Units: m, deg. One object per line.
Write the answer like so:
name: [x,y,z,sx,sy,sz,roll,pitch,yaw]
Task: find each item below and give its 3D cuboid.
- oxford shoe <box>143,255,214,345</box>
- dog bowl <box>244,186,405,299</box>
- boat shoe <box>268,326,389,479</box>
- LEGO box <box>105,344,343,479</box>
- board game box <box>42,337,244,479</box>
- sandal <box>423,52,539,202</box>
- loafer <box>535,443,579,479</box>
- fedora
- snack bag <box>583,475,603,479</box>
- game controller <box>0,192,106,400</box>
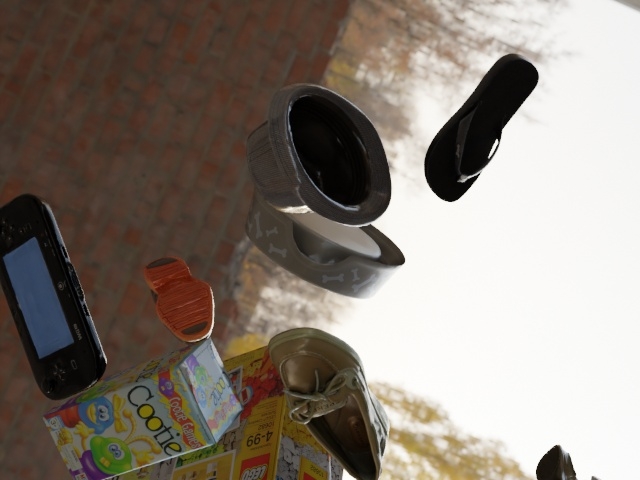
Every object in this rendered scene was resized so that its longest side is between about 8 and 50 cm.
oxford shoe: [-0.306,0.160,2.445,0.363,0.130,0.132,-128,-158,-61]
dog bowl: [0.000,0.000,2.224,0.102,0.349,0.349,-61,-175,14]
boat shoe: [0.021,0.219,1.421,0.105,0.285,0.089,-21,-137,19]
LEGO box: [-0.201,0.443,2.057,0.500,0.193,0.372,-23,-137,33]
board game box: [-0.295,0.289,1.807,0.275,0.142,0.144,-21,-172,19]
sandal: [0.236,-0.162,1.611,0.254,0.097,0.054,-61,-153,27]
loafer: [0.352,0.356,1.576,0.056,0.050,0.148,-46,-168,25]
fedora: [-0.018,-0.122,1.709,0.124,0.275,0.243,-23,-105,34]
snack bag: [0.525,0.600,1.912,0.342,0.037,0.323,129,-35,-84]
game controller: [-0.432,0.088,1.684,0.067,0.319,0.166,-18,174,-42]
